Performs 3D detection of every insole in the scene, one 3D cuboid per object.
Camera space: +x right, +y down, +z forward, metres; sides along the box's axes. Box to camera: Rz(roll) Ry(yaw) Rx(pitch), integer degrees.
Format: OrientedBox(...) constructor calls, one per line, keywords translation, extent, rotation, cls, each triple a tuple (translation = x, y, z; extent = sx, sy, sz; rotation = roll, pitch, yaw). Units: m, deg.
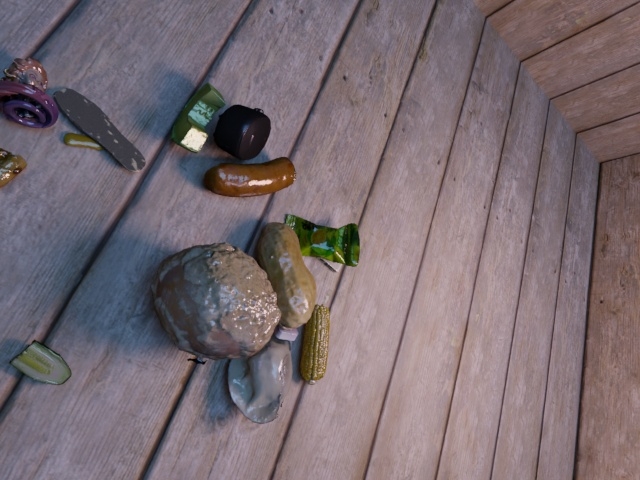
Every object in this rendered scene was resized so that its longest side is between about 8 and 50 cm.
OrientedBox(translation=(-0.526, -0.264, 1.014), extent=(0.248, 0.011, 0.081), rotation=(48, 44, -16), cls="insole")

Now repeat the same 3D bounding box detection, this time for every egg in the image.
OrientedBox(translation=(-0.247, 0.144, 1.002), extent=(0.310, 0.279, 0.279), rotation=(38, 62, -20), cls="egg")

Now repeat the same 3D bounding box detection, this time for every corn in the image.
OrientedBox(translation=(-0.014, 0.306, 1.250), extent=(0.080, 0.080, 0.238), rotation=(15, 74, -33), cls="corn")

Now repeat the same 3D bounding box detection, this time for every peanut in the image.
OrientedBox(translation=(-0.096, 0.090, 1.174), extent=(0.149, 0.149, 0.313), rotation=(-5, 67, -36), cls="peanut")

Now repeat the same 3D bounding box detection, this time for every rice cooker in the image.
OrientedBox(translation=(-0.211, -0.300, 1.157), extent=(0.118, 0.142, 0.203), rotation=(25, 20, 2), cls="rice cooker")

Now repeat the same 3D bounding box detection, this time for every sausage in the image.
OrientedBox(translation=(-0.197, -0.176, 1.193), extent=(0.271, 0.109, 0.108), rotation=(-12, 89, -37), cls="sausage")

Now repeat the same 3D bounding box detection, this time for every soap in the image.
OrientedBox(translation=(-0.555, -0.234, 0.995), extent=(0.089, 0.012, 0.034), rotation=(1, 78, -36), cls="soap")

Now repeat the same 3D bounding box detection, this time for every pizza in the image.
OrientedBox(translation=(-0.707, -0.164, 0.845), extent=(0.182, 0.062, 0.161), rotation=(-24, 90, -35), cls="pizza")

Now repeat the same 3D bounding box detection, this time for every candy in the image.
OrientedBox(translation=(0.000, 0.000, 1.312), extent=(0.247, 0.069, 0.148), rotation=(10, 67, -16), cls="candy")

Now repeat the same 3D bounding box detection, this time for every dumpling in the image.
OrientedBox(translation=(-0.159, 0.347, 1.112), extent=(0.173, 0.142, 0.247), rotation=(11, 54, -6), cls="dumpling")

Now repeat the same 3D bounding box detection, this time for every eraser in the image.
OrientedBox(translation=(-0.107, 0.235, 1.182), extent=(0.065, 0.105, 0.026), rotation=(16, 112, -31), cls="eraser")

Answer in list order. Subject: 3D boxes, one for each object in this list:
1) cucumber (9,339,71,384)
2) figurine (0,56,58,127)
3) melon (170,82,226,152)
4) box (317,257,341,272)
OrientedBox(translation=(-0.574, 0.258, 0.879), extent=(0.067, 0.035, 0.107), rotation=(-47, 111, -13), cls="cucumber")
OrientedBox(translation=(-0.639, -0.319, 0.902), extent=(0.114, 0.126, 0.157), rotation=(-29, 71, 4), cls="figurine")
OrientedBox(translation=(-0.323, -0.325, 1.119), extent=(0.064, 0.118, 0.209), rotation=(38, 73, -40), cls="melon")
OrientedBox(translation=(0.034, 0.058, 1.362), extent=(0.083, 0.024, 0.054), rotation=(42, 58, -22), cls="box")
